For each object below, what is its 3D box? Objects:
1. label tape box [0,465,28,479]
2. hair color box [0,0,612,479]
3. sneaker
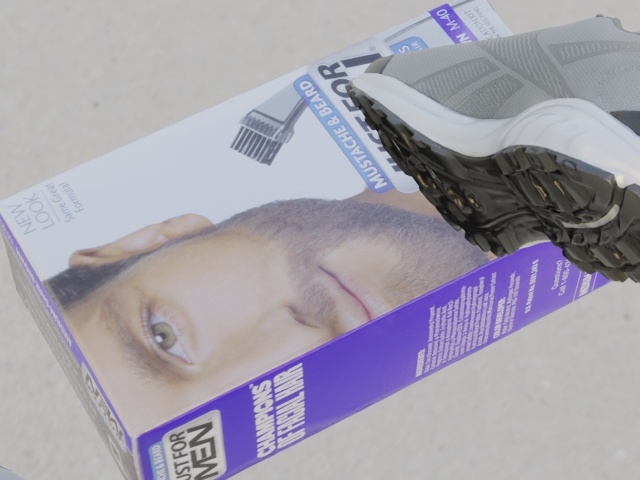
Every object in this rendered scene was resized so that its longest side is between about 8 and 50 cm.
[{"bbox_3d":[-0.028,0.197,0.352,0.115,0.347,0.249,-26,110,-31],"label":"label tape box"},{"bbox_3d":[0.000,0.000,1.051,0.339,0.110,0.185,-27,60,-15],"label":"hair color box"},{"bbox_3d":[0.106,-0.055,0.817,0.108,0.271,0.100,-47,117,-13],"label":"sneaker"}]
